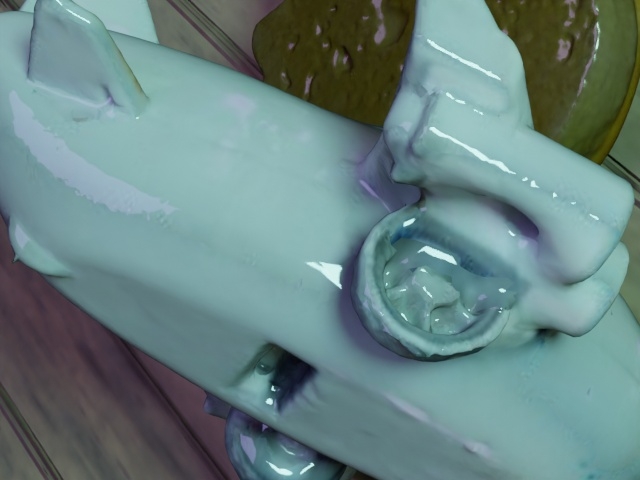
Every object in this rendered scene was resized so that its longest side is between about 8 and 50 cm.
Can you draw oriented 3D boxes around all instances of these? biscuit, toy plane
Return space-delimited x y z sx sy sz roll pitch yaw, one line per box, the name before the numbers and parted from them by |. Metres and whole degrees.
biscuit | 0.046 -0.078 0.602 0.170 0.050 0.170 -10 76 45
toy plane | 0.000 0.000 0.508 0.245 0.244 0.117 -4 48 40
